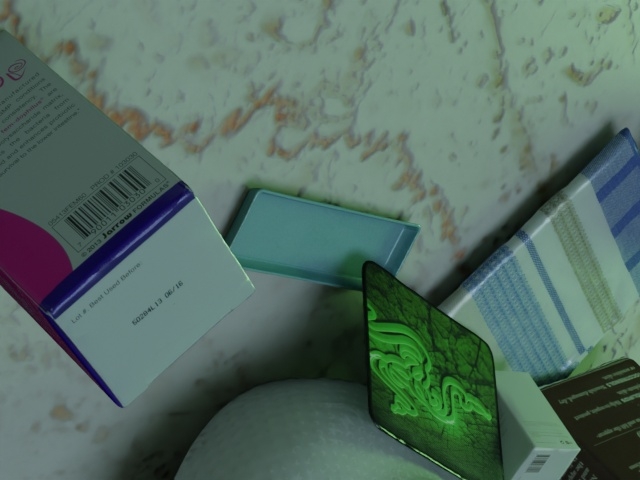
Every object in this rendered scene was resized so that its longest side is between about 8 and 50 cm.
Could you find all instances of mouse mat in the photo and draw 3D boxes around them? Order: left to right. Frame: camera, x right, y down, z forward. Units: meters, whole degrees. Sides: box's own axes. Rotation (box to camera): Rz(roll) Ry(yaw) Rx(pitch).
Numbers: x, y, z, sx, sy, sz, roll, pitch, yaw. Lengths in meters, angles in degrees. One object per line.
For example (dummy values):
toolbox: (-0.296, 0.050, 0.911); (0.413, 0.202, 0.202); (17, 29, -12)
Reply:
mouse mat: (0.092, 0.114, 1.558); (0.007, 0.152, 0.190); (-25, 141, 31)

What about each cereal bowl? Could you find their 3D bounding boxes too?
cereal bowl: (0.031, 0.271, 1.520); (0.339, 0.141, 0.338); (14, 72, -49)

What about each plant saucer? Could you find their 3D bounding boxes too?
plant saucer: (0.000, 0.000, 1.510); (0.192, 0.018, 0.067); (12, 111, -46)

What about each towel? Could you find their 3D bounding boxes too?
towel: (0.196, 0.053, 1.720); (0.285, 0.034, 0.209); (-44, 140, -9)

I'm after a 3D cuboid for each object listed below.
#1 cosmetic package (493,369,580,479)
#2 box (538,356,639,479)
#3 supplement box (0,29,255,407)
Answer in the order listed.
cosmetic package: (0.129, 0.233, 1.706); (0.060, 0.099, 0.239); (5, 128, -37)
box: (0.267, 0.244, 1.768); (0.167, 0.203, 0.168); (-13, 139, -47)
supplement box: (-0.159, -0.017, 1.190); (0.111, 0.220, 0.114); (-41, 141, -10)
